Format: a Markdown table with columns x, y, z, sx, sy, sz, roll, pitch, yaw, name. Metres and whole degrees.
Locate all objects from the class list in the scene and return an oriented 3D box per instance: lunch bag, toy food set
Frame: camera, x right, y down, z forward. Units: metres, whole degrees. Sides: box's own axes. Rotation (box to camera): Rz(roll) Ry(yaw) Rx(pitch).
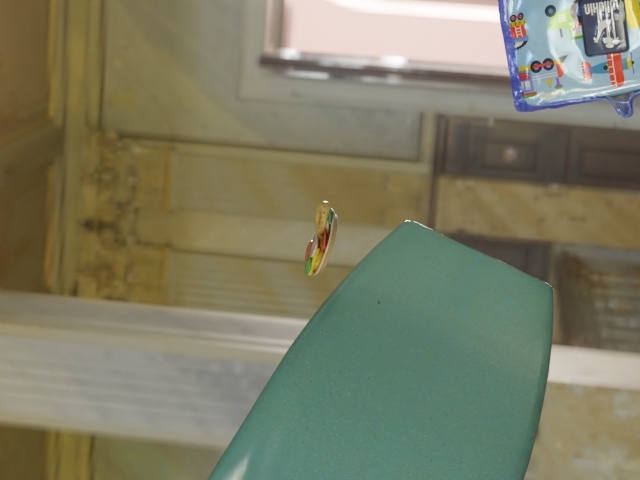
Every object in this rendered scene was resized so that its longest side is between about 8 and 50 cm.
| x | y | z | sx | sy | sz | roll | pitch | yaw | name |
| --- | --- | --- | --- | --- | --- | --- | --- | --- | --- |
| 0.302 | -0.274 | 1.497 | 0.138 | 0.221 | 0.293 | 2 | -100 | -68 | lunch bag |
| 0.000 | 0.000 | 1.610 | 0.082 | 0.020 | 0.083 | -103 | 31 | -68 | toy food set |

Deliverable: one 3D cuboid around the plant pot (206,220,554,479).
| x | y | z | sx | sy | sz | roll | pitch | yaw | name |
| --- | --- | --- | --- | --- | --- | --- | --- | --- | --- |
| 0.045 | 0.119 | 0.864 | 0.166 | 0.165 | 0.234 | 102 | -165 | -64 | plant pot |
